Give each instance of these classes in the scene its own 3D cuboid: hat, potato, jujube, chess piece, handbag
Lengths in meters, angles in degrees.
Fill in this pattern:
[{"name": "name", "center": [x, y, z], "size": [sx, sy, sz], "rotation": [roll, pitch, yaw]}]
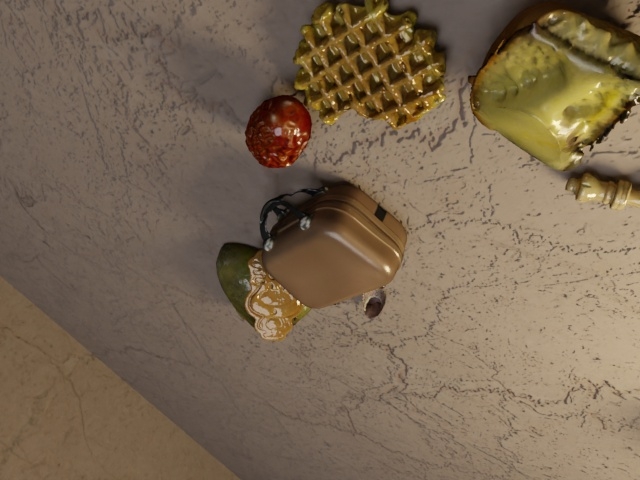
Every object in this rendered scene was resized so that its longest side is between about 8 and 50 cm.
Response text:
[{"name": "hat", "center": [0.134, 0.149, 1.389], "size": [0.058, 0.042, 0.087], "rotation": [10, 106, 16]}, {"name": "potato", "center": [-0.182, 0.127, 1.492], "size": [0.255, 0.112, 0.269], "rotation": [45, 137, -20]}, {"name": "jujube", "center": [-0.075, -0.198, 1.035], "size": [0.112, 0.109, 0.176], "rotation": [13, 163, -15]}, {"name": "chess piece", "center": [0.481, -0.071, 0.908], "size": [0.172, 0.060, 0.060], "rotation": [16, 141, 18]}, {"name": "handbag", "center": [0.000, 0.000, 1.204], "size": [0.283, 0.149, 0.302], "rotation": [39, 143, -20]}]

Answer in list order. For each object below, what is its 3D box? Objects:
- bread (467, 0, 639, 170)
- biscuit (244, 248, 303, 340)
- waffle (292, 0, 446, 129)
[{"name": "bread", "center": [0.312, -0.221, 0.752], "size": [0.204, 0.163, 0.262], "rotation": [24, 165, 1]}, {"name": "biscuit", "center": [-0.113, 0.136, 1.400], "size": [0.144, 0.040, 0.236], "rotation": [4, 102, 4]}, {"name": "waffle", "center": [0.078, -0.266, 0.919], "size": [0.253, 0.056, 0.249], "rotation": [26, 143, -1]}]
